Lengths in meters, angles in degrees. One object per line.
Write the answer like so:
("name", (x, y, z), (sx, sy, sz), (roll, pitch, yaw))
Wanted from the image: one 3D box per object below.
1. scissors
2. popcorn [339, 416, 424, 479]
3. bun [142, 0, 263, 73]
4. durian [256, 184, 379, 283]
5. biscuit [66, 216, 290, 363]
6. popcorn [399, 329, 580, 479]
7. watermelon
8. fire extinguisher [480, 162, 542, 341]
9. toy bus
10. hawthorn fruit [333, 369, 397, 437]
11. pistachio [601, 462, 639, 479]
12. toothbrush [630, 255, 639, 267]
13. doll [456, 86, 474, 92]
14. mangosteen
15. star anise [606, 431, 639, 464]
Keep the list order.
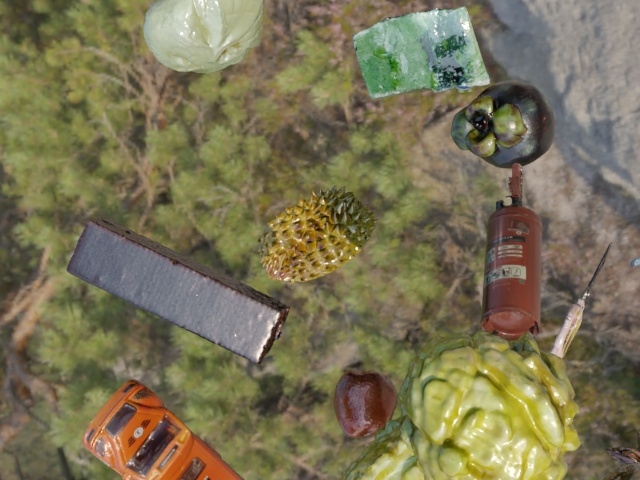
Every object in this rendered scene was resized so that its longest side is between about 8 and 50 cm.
("scissors", (0.591, 0.141, 1.969), (0.024, 0.318, 0.160), (25, 169, 25))
("popcorn", (0.162, 0.413, 1.411), (0.247, 0.282, 0.282), (91, 160, -81))
("bun", (-0.176, -0.332, 1.366), (0.118, 0.195, 0.195), (62, 150, 16))
("durian", (0.000, -0.003, 1.861), (0.186, 0.260, 0.154), (37, 172, 34))
("biscuit", (-0.245, 0.085, 1.517), (0.073, 0.388, 0.107), (-58, -7, -83))
("popcorn", (0.207, 0.211, 1.064), (0.212, 0.259, 0.259), (-28, 76, 26))
("watermelon", (0.236, -0.384, 1.912), (0.264, 0.302, 0.151), (-8, 85, 19))
("fire extinguisher", (0.354, 0.011, 1.603), (0.147, 0.106, 0.337), (77, -161, -51))
("toy bus", (-0.261, 0.381, 1.512), (0.153, 0.143, 0.329), (23, 155, 38))
("hawthorn fruit", (0.090, 0.333, 1.771), (0.133, 0.132, 0.138), (145, 134, -61))
("pistachio", (0.460, 0.386, 1.276), (0.108, 0.185, 0.126), (6, 94, 23))
("toothbrush", (0.695, 0.004, 1.709), (0.016, 0.219, 0.019), (48, 155, 47))
("doll", (0.357, -0.428, 2.193), (0.143, 0.098, 0.058), (65, -153, -47))
("mangosteen", (0.437, -0.271, 2.071), (0.243, 0.242, 0.243), (36, 133, 50))
("star anise", (0.714, 0.476, 1.857), (0.212, 0.157, 0.054), (26, 122, 11))
